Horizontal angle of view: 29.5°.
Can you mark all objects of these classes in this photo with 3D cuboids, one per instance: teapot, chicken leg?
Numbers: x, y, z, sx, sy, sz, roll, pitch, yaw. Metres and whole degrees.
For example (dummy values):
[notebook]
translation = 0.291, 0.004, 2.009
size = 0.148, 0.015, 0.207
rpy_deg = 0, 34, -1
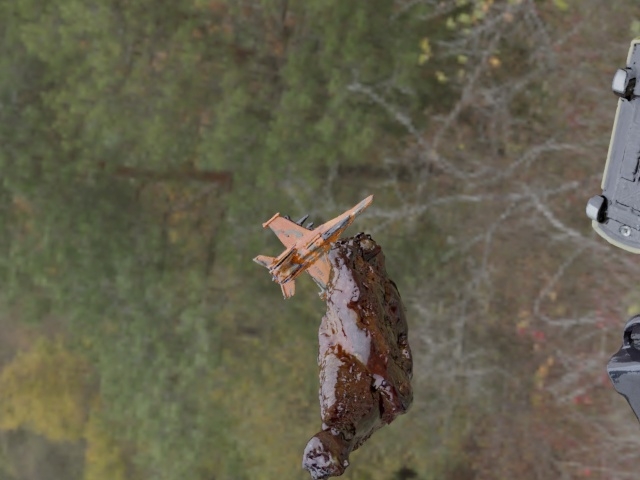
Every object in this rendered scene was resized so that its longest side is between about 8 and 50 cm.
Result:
[teapot]
translation = 0.379, 0.149, 1.274
size = 0.096, 0.177, 0.087
rpy_deg = -14, 25, 46
[chicken leg]
translation = 0.019, 0.067, 0.692
size = 0.205, 0.053, 0.093
rpy_deg = -92, -16, -48

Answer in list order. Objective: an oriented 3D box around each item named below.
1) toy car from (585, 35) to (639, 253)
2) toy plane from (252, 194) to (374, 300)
[toy car]
translation = 0.401, -0.115, 1.428
size = 0.101, 0.124, 0.256
rpy_deg = 27, 124, 35
[toy plane]
translation = 0.001, -0.002, 1.654
size = 0.188, 0.135, 0.062
rpy_deg = -41, 6, 4
